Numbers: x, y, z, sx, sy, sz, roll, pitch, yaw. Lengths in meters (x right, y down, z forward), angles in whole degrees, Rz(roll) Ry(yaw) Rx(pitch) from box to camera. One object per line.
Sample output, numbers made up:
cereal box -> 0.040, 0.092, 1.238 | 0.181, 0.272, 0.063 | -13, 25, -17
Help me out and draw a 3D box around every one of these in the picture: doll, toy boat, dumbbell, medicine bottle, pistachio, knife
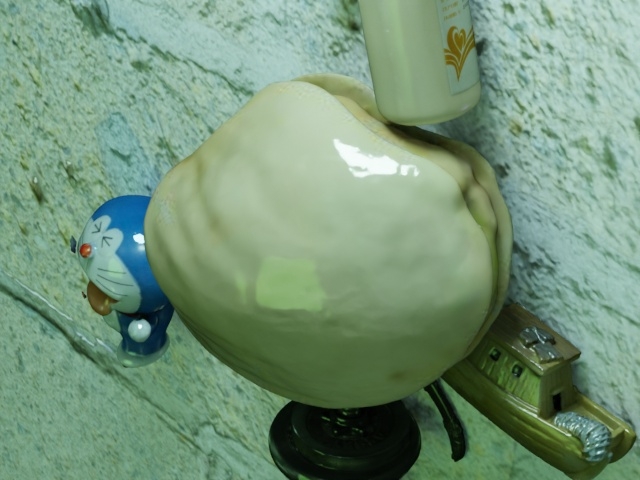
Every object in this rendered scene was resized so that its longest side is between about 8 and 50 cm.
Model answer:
doll -> -0.261, 0.052, 2.404 | 0.257, 0.161, 0.215 | 95, 158, -43
toy boat -> 0.212, 0.140, 1.931 | 0.321, 0.089, 0.121 | 40, 134, 30
dumbbell -> 0.028, 0.302, 2.184 | 0.192, 0.192, 0.290 | 33, 136, 34
medicine bottle -> 0.093, -0.250, 1.779 | 0.114, 0.114, 0.252 | 15, 126, 46
pistachio -> 0.000, 0.000, 1.917 | 0.445, 0.281, 0.365 | 5, 100, 31
knife -> 0.127, 0.171, 2.116 | 0.045, 0.021, 0.222 | -17, 101, 57
